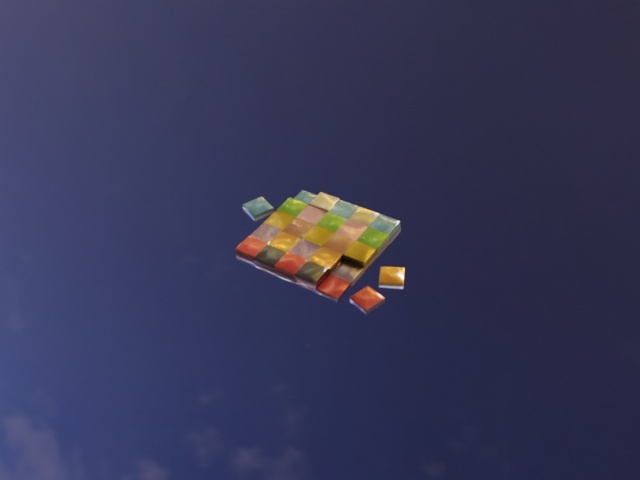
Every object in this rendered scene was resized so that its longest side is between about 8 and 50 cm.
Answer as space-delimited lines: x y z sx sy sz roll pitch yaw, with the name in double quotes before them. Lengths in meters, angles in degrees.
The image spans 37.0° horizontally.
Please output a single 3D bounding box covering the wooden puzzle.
"wooden puzzle" 0.000 0.000 0.390 0.083 0.049 0.006 22 -43 26
